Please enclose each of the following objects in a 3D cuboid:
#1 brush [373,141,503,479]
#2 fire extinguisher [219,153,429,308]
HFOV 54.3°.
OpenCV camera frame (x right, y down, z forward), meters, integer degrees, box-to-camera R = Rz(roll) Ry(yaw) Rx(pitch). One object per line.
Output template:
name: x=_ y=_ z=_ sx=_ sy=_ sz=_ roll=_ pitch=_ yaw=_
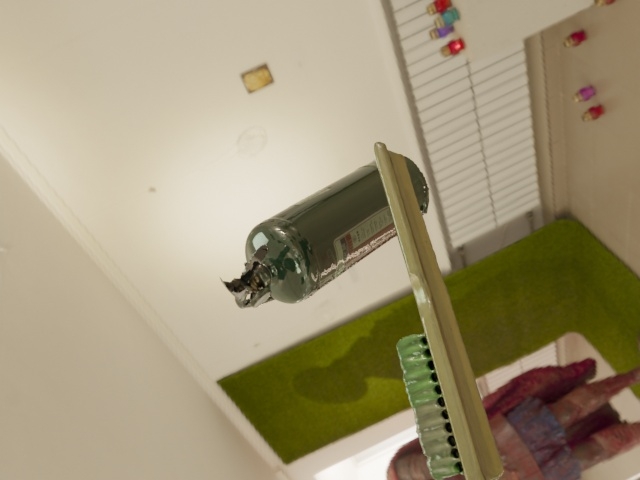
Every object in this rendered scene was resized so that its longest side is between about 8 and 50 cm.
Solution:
brush: x=0.082 y=0.055 z=0.508 sx=0.054 sy=0.048 sz=0.282 roll=14 pitch=-121 yaw=-59
fire extinguisher: x=0.000 y=0.000 z=0.647 sx=0.093 sy=0.294 sz=0.118 roll=43 pitch=137 yaw=16
